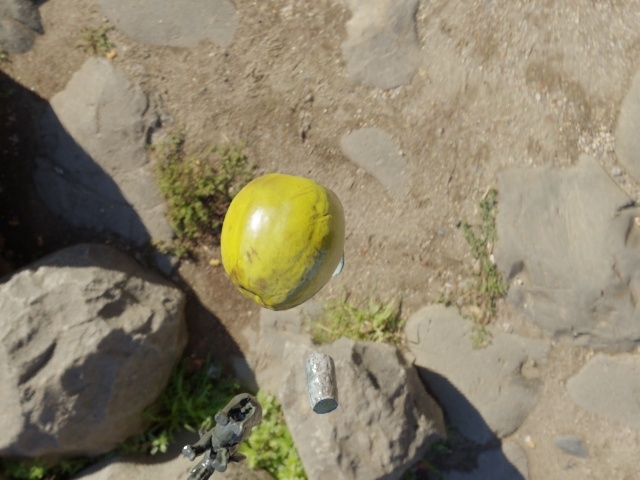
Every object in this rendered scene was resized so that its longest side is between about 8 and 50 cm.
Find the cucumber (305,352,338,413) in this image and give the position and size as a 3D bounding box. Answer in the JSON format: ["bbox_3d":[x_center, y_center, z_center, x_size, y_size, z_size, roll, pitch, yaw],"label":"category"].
[{"bbox_3d":[0.001,0.277,1.435,0.064,0.112,0.064,-3,143,-2],"label":"cucumber"}]

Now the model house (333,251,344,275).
[{"bbox_3d":[0.000,0.000,1.300,0.088,0.100,0.100,-19,121,22],"label":"model house"}]

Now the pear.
[{"bbox_3d":[-0.045,-0.001,0.871,0.149,0.149,0.162,20,82,7],"label":"pear"}]

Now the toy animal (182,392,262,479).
[{"bbox_3d":[-0.199,0.422,1.543,0.245,0.146,0.114,-44,86,15],"label":"toy animal"}]
